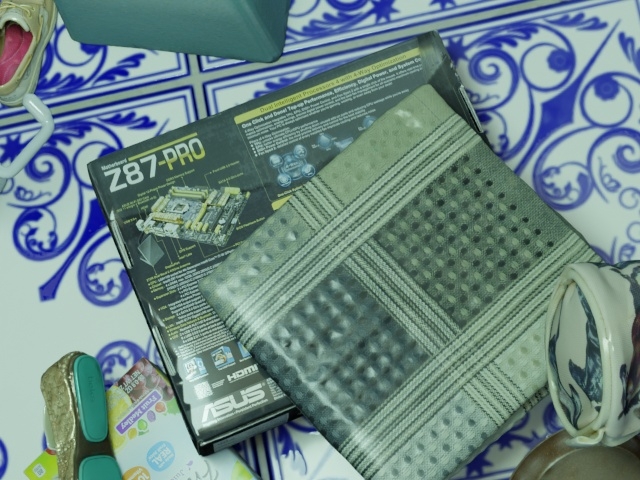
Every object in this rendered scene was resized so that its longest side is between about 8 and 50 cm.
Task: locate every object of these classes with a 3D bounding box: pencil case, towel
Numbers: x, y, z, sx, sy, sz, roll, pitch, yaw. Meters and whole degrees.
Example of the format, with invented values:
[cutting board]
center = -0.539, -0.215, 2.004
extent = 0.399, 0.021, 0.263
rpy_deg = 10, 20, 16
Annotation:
[pencil case]
center = 0.399, 0.094, 1.545
extent = 0.410, 0.160, 0.184
rpy_deg = -5, 67, -18
[towel]
center = 0.095, 0.053, 1.618
extent = 0.324, 0.056, 0.312
rpy_deg = -41, 80, -10

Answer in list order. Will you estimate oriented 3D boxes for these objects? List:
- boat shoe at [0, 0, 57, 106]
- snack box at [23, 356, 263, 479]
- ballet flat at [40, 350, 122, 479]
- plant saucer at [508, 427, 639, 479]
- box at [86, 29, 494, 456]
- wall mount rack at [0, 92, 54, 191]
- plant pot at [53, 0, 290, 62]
[boat shoe]
center = -0.332, -0.235, 1.843
extent = 0.063, 0.059, 0.170
rpy_deg = 4, 79, 9
[snack box]
center = -0.170, 0.254, 1.710
extent = 0.174, 0.070, 0.207
rpy_deg = -45, 77, -3
[ballet flat]
center = -0.242, 0.216, 1.669
extent = 0.067, 0.073, 0.206
rpy_deg = -19, 70, 33
[plant saucer]
center = 0.256, 0.254, 1.632
extent = 0.168, 0.029, 0.168
rpy_deg = -24, 41, 23
[box]
center = 0.000, 0.000, 1.696
extent = 0.395, 0.097, 0.318
rpy_deg = -22, 77, -8
[wall mount rack]
center = -0.438, -0.154, 1.709
extent = 0.304, 0.350, 0.130
rpy_deg = 39, 63, -11
[plant pot]
center = -0.163, -0.351, 1.746
extent = 0.247, 0.252, 0.247
rpy_deg = 7, 80, 10
